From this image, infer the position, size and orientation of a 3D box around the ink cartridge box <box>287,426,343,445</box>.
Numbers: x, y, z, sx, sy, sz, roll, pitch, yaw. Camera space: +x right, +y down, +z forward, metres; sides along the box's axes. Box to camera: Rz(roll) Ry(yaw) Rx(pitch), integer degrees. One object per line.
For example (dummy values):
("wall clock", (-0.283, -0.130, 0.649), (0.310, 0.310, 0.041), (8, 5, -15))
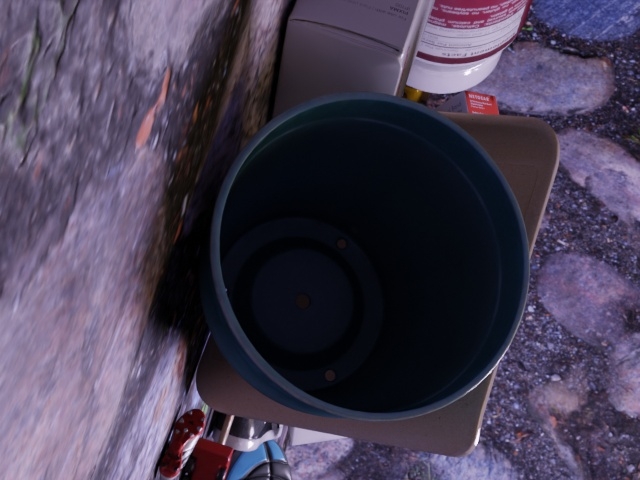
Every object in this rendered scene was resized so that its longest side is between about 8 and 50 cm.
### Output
("ink cartridge box", (-0.008, 0.135, 1.959), (0.158, 0.092, 0.218), (98, -17, -62))

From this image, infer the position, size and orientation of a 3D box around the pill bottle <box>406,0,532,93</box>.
("pill bottle", (0.183, -0.371, 1.998), (0.392, 0.224, 0.224), (99, 9, -66))

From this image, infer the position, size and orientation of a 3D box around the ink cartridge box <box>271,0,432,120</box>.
("ink cartridge box", (0.048, -0.235, 1.509), (0.207, 0.117, 0.283), (103, 6, -54))

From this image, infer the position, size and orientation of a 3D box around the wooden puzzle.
("wooden puzzle", (0.064, 0.036, 1.542), (0.080, 0.322, 0.348), (42, 60, -54))

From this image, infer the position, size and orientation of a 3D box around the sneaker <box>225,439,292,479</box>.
("sneaker", (-0.134, 0.433, 2.221), (0.139, 0.125, 0.341), (-133, -126, -63))

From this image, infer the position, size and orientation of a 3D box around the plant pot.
("plant pot", (0.009, 0.034, 1.334), (0.255, 0.271, 0.272), (144, -34, -70))

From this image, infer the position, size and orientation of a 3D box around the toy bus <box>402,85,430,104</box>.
("toy bus", (0.157, -0.293, 2.846), (0.202, 0.104, 0.191), (-65, 172, -59))

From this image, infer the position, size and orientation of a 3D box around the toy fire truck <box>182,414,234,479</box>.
("toy fire truck", (-0.130, 0.266, 1.785), (0.135, 0.047, 0.192), (-62, 170, -75))

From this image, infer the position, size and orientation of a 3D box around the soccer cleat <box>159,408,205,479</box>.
("soccer cleat", (-0.141, 0.207, 1.521), (0.035, 0.029, 0.083), (118, -3, -57))

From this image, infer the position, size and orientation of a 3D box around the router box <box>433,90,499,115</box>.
("router box", (0.217, -0.075, 2.827), (0.335, 0.082, 0.301), (-31, -118, 47))

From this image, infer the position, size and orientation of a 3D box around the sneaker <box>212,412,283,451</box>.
("sneaker", (-0.077, 0.196, 1.960), (0.217, 0.079, 0.121), (-38, 145, -82))
